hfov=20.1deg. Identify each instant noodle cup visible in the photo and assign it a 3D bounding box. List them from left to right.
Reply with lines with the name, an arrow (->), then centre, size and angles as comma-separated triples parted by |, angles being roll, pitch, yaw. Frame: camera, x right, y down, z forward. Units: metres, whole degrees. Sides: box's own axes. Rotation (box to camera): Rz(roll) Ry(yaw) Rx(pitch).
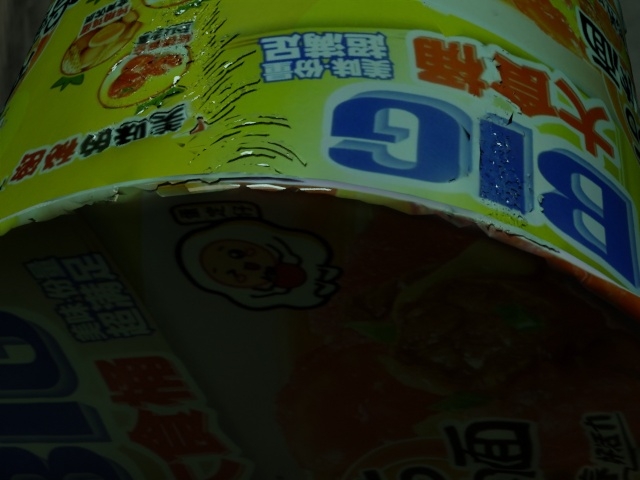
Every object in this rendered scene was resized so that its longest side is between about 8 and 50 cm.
instant noodle cup -> 0.000, 0.000, 0.467 | 0.205, 0.205, 0.153 | -11, 45, 21
